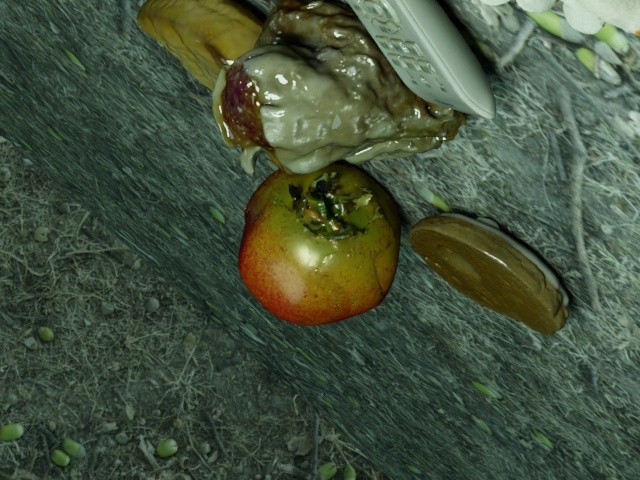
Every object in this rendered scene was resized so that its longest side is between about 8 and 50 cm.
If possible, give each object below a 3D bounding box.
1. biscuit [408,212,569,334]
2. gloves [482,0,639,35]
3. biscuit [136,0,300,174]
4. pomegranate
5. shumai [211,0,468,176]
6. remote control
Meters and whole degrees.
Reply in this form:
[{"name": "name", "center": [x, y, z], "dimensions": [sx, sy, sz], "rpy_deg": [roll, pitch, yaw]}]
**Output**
[{"name": "biscuit", "center": [0.196, 0.028, 1.733], "dimensions": [0.208, 0.049, 0.181], "rpy_deg": [25, 160, 44]}, {"name": "gloves", "center": [0.161, -0.213, 0.977], "dimensions": [0.218, 0.131, 0.140], "rpy_deg": [10, -171, -45]}, {"name": "biscuit", "center": [-0.072, -0.183, 1.681], "dimensions": [0.274, 0.091, 0.213], "rpy_deg": [50, 166, -30]}, {"name": "pomegranate", "center": [0.000, 0.000, 1.829], "dimensions": [0.210, 0.210, 0.235], "rpy_deg": [37, 159, 8]}, {"name": "shumai", "center": [0.000, -0.122, 1.485], "dimensions": [0.218, 0.185, 0.184], "rpy_deg": [41, 166, -8]}, {"name": "remote control", "center": [0.054, -0.231, 1.300], "dimensions": [0.313, 0.055, 0.109], "rpy_deg": [52, 169, -27]}]
